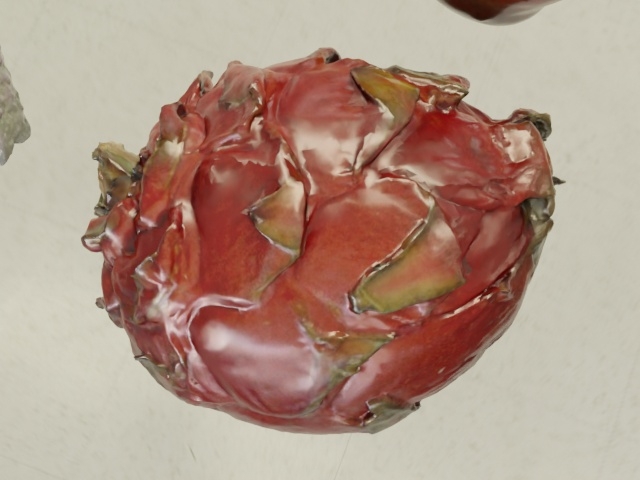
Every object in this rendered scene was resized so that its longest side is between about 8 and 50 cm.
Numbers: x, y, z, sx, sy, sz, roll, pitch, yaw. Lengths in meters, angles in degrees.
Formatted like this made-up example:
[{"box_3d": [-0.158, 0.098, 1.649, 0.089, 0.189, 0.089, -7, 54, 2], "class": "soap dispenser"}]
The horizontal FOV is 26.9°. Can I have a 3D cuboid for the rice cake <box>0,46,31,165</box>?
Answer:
[{"box_3d": [-0.255, -0.175, 0.855, 0.055, 0.049, 0.270, -12, 104, 23], "class": "rice cake"}]

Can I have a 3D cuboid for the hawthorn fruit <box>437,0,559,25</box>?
[{"box_3d": [0.110, -0.271, 0.889, 0.208, 0.248, 0.208, -26, 46, 30], "class": "hawthorn fruit"}]

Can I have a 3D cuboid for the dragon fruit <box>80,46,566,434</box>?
[{"box_3d": [0.000, 0.000, 0.962, 0.342, 0.277, 0.277, 6, 72, 2], "class": "dragon fruit"}]
